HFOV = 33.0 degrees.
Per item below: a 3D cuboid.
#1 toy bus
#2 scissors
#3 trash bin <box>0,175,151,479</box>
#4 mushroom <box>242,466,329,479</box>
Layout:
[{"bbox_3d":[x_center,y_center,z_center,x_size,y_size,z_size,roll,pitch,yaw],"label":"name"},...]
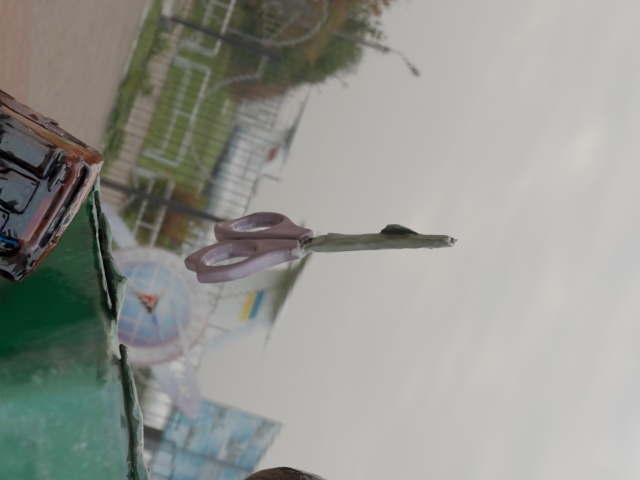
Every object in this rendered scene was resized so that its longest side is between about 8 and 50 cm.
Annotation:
[{"bbox_3d":[-0.199,-0.070,0.429,0.074,0.234,0.096,-56,-173,4],"label":"toy bus"},{"bbox_3d":[0.000,0.001,0.814,0.110,0.212,0.021,-52,132,-54],"label":"scissors"},{"bbox_3d":[-0.267,0.112,0.479,0.295,0.380,0.259,-119,-157,-59],"label":"trash bin"},{"bbox_3d":[-0.022,0.241,0.953,0.123,0.123,0.052,-83,176,-64],"label":"mushroom"}]
